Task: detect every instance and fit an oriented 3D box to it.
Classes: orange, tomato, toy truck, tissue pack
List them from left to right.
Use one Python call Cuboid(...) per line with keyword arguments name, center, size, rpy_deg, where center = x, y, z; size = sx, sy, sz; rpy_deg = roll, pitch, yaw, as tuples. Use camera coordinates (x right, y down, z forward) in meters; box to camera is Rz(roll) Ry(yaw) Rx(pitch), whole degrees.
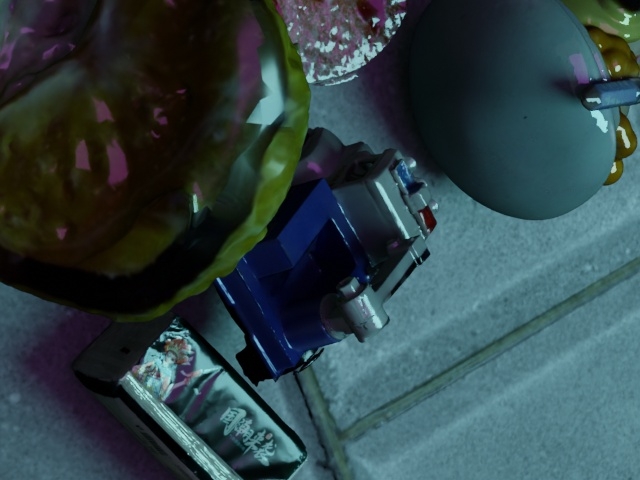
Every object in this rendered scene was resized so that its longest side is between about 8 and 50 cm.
Cuboid(name="orange", center=(-0.171, -0.130, 0.933), size=(0.368, 0.210, 0.271), rpy_deg=(42, 107, -1))
Cuboid(name="tissue pack", center=(-0.103, 0.136, 1.077), size=(0.090, 0.103, 0.170), rpy_deg=(-48, 115, -19))
Cuboid(name="tomato", center=(-0.038, -0.227, 1.078), size=(0.225, 0.085, 0.225), rpy_deg=(-4, 99, -24))
Cuboid(name="toy truck", center=(0.000, 0.000, 1.053), size=(0.161, 0.177, 0.213), rpy_deg=(60, 38, -20))

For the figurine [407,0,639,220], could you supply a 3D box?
Cuboid(name="figurine", center=(0.201, -0.207, 1.187), size=(0.205, 0.224, 0.382), rpy_deg=(25, 59, -7))
